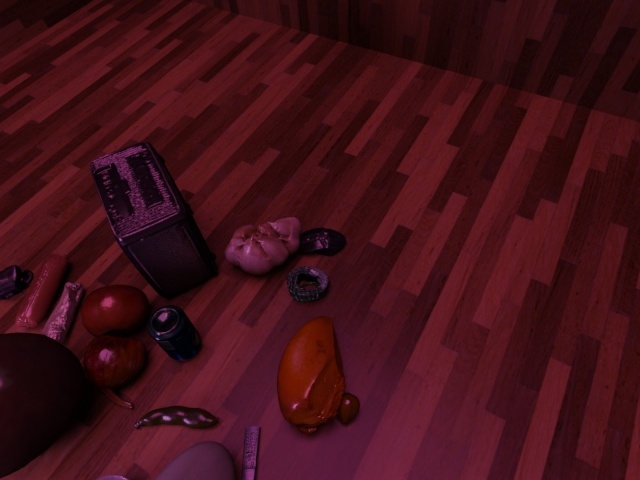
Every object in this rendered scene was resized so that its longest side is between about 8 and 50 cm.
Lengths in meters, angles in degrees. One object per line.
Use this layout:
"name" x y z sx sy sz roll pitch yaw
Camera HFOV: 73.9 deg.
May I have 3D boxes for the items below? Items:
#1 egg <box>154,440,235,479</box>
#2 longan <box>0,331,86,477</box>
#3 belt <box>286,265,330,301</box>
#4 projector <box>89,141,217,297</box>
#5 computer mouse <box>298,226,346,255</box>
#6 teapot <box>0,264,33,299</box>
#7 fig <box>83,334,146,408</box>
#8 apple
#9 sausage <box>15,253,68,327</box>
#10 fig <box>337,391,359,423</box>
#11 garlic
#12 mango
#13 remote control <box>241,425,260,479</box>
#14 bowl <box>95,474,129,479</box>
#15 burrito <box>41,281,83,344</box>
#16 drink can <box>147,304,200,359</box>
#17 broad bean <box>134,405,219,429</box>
"egg" -0.338 0.684 1.041 0.230 0.229 0.370 17 53 15
"longan" -0.854 0.445 1.153 0.336 0.404 0.404 26 61 34
"belt" -0.042 0.146 1.475 0.152 0.079 0.121 5 56 7
"projector" -0.555 -0.067 1.457 0.242 0.405 0.395 -26 58 -13
"computer mouse" 0.000 0.000 1.582 0.193 0.062 0.105 -2 56 1
"teapot" -1.129 0.165 1.535 0.177 0.087 0.096 -26 63 -13
"fig" -0.642 0.399 1.308 0.175 0.175 0.207 7 76 9
"apple" -0.672 0.237 1.395 0.202 0.201 0.162 -7 69 -1
"sausage" -0.987 0.173 1.518 0.086 0.086 0.288 2 55 5
"fig" 0.077 0.490 1.241 0.074 0.074 0.087 5 72 7
"garlic" -0.200 0.023 1.498 0.281 0.203 0.184 -9 74 2
"mango" -0.020 0.371 1.259 0.199 0.201 0.349 14 48 -7
"remote control" -0.199 0.608 1.206 0.044 0.027 0.152 -5 54 8
"bowl" -0.549 0.726 1.114 0.189 0.086 0.188 -3 55 4
"burrito" -0.889 0.248 1.475 0.087 0.060 0.225 5 57 2
"drink can" -0.451 0.293 1.328 0.118 0.204 0.118 -1 54 2
"broad bean" -0.424 0.525 1.264 0.255 0.046 0.065 -2 63 4
